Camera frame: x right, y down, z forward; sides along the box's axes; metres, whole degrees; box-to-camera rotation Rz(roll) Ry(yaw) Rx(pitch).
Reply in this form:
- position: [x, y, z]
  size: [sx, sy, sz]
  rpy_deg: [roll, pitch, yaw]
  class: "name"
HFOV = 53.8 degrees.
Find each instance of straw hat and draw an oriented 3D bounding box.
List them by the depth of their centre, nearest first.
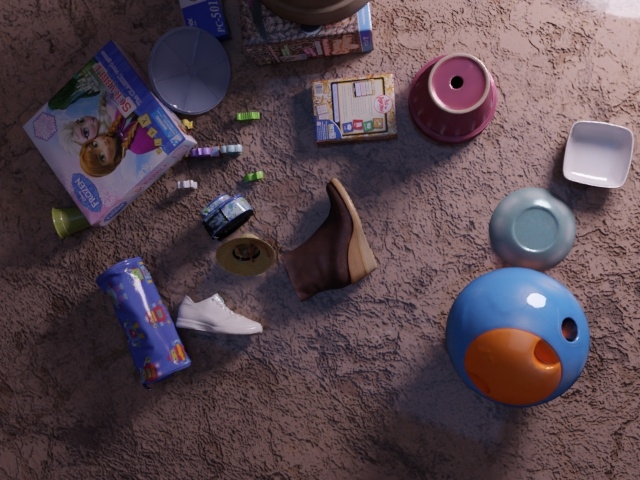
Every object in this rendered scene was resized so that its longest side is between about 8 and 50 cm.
- position: [-0.175, 0.018, 1.501]
  size: [0.144, 0.144, 0.061]
  rpy_deg: [-6, 48, 7]
  class: "straw hat"

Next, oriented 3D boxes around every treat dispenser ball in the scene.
- position: [0.408, 0.200, 1.319]
  size: [0.288, 0.288, 0.288]
  rpy_deg: [0, 89, 7]
  class: "treat dispenser ball"

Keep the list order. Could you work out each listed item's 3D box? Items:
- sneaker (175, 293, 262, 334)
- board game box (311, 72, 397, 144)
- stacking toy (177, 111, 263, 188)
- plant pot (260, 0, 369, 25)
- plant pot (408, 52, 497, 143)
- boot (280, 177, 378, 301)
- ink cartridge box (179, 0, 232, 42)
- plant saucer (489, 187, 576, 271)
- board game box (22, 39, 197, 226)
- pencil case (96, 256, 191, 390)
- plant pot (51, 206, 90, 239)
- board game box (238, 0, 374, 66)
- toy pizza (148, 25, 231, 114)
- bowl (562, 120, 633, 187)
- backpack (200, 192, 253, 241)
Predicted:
- position: [-0.239, 0.176, 1.507]
  size: [0.212, 0.080, 0.094]
  rpy_deg: [7, 79, 8]
  class: "sneaker"
- position: [0.080, -0.308, 1.484]
  size: [0.193, 0.045, 0.147]
  rpy_deg: [-4, 89, 7]
  class: "board game box"
- position: [-0.250, -0.216, 1.520]
  size: [0.221, 0.052, 0.167]
  rpy_deg: [-6, 89, 6]
  class: "stacking toy"
- position: [-0.025, -0.630, 1.241]
  size: [0.323, 0.280, 0.323]
  rpy_deg: [0, 88, 8]
  class: "plant pot"
- position: [0.296, -0.323, 1.392]
  size: [0.201, 0.180, 0.201]
  rpy_deg: [0, 90, 7]
  class: "plant pot"
- position: [0.000, 0.000, 1.468]
  size: [0.206, 0.090, 0.249]
  rpy_deg: [-21, 91, 4]
  class: "boot"
- position: [-0.289, -0.579, 1.531]
  size: [0.097, 0.046, 0.207]
  rpy_deg: [-14, 88, 8]
  class: "ink cartridge box"
- position: [0.486, -0.025, 1.439]
  size: [0.194, 0.037, 0.195]
  rpy_deg: [0, 89, 7]
  class: "plant saucer"
- position: [-0.510, -0.253, 1.516]
  size: [0.318, 0.066, 0.319]
  rpy_deg: [-40, 80, 11]
  class: "board game box"
- position: [-0.423, 0.195, 1.504]
  size: [0.133, 0.119, 0.306]
  rpy_deg: [-28, 87, 37]
  class: "pencil case"
- position: [-0.605, -0.052, 1.553]
  size: [0.079, 0.083, 0.083]
  rpy_deg: [-15, 88, -7]
  class: "plant pot"
- position: [-0.033, -0.551, 1.452]
  size: [0.290, 0.141, 0.232]
  rpy_deg: [-6, 88, 7]
  class: "board game box"
- position: [-0.310, -0.402, 1.496]
  size: [0.201, 0.032, 0.201]
  rpy_deg: [-8, 107, -29]
  class: "toy pizza"
- position: [0.617, -0.190, 1.416]
  size: [0.142, 0.053, 0.142]
  rpy_deg: [11, 91, 8]
  class: "bowl"
- position: [-0.222, -0.063, 1.488]
  size: [0.114, 0.105, 0.084]
  rpy_deg: [-35, 87, 0]
  class: "backpack"
